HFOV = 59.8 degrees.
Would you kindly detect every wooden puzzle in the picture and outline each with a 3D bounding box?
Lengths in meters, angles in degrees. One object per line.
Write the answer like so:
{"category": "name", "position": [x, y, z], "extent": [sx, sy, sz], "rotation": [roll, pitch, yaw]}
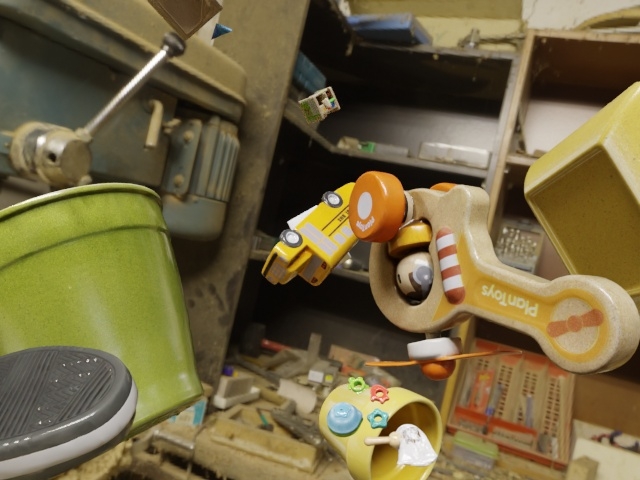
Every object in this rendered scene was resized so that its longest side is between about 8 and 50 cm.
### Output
{"category": "wooden puzzle", "position": [-0.173, -0.303, 0.710], "extent": [0.078, 0.014, 0.116], "rotation": [-25, -53, 16]}

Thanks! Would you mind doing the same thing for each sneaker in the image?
{"category": "sneaker", "position": [-0.238, 0.194, 0.406], "extent": [0.295, 0.178, 0.124], "rotation": [-15, 25, 14]}

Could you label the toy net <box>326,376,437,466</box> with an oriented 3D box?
{"category": "toy net", "position": [0.124, 0.352, 1.055], "extent": [0.232, 0.045, 0.122], "rotation": [22, 49, 34]}

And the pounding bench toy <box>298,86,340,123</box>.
{"category": "pounding bench toy", "position": [0.010, -0.289, 1.174], "extent": [0.065, 0.052, 0.083], "rotation": [-38, 22, -33]}

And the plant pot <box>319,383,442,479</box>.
{"category": "plant pot", "position": [0.131, 0.474, 1.384], "extent": [0.254, 0.254, 0.239], "rotation": [12, -1, -39]}

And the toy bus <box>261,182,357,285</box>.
{"category": "toy bus", "position": [0.008, -0.009, 1.296], "extent": [0.130, 0.108, 0.333], "rotation": [39, 47, 5]}

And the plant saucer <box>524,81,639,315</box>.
{"category": "plant saucer", "position": [0.470, -0.028, 0.898], "extent": [0.081, 0.333, 0.333], "rotation": [-23, -11, -14]}

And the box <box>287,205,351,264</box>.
{"category": "box", "position": [0.000, 0.000, 1.484], "extent": [0.091, 0.130, 0.170], "rotation": [-29, -17, 8]}

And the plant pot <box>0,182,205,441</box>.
{"category": "plant pot", "position": [-0.365, 0.151, 0.911], "extent": [0.366, 0.353, 0.366], "rotation": [-27, -11, -6]}

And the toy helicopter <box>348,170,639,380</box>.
{"category": "toy helicopter", "position": [0.154, 0.061, 0.585], "extent": [0.140, 0.235, 0.355], "rotation": [5, 8, -28]}
